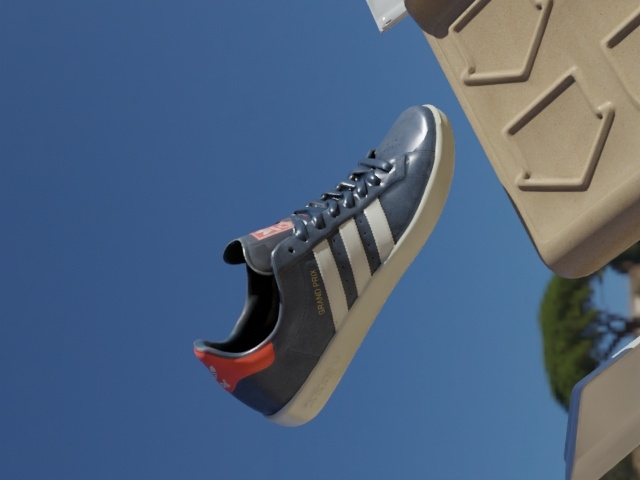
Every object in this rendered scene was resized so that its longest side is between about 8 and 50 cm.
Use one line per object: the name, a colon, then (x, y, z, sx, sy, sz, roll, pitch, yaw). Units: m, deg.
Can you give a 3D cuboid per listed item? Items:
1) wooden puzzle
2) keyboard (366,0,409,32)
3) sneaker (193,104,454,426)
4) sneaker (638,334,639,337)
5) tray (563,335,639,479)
wooden puzzle: (0.263, -0.185, 1.285, 0.080, 0.322, 0.348, -13, -111, -43)
keyboard: (0.181, -0.421, 2.125, 0.014, 0.256, 0.072, 23, -139, -51)
sneaker: (0.000, 0.000, 1.325, 0.148, 0.131, 0.350, 32, -100, -20)
sneaker: (0.442, 0.121, 1.807, 0.047, 0.057, 0.119, 37, -102, -13)
tray: (0.332, 0.155, 1.445, 0.270, 0.030, 0.145, -27, -53, -42)
